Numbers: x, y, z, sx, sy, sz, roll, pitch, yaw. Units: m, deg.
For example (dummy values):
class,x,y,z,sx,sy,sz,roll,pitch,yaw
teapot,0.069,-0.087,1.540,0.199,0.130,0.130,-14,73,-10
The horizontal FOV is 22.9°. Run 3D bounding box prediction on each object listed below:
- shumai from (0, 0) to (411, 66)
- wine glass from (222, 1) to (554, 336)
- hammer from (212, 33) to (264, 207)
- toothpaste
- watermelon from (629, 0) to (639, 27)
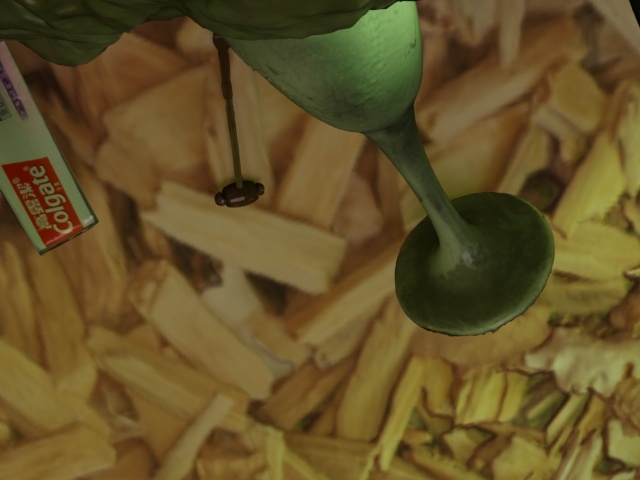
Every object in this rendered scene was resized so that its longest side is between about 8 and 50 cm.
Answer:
class,x,y,z,sx,sy,sz,roll,pitch,yaw
shumai,-0.102,-0.141,0.536,0.309,0.304,0.263,26,135,-33
wine glass,0.000,0.000,0.753,0.096,0.264,0.309,5,149,31
hammer,-0.047,-0.063,0.836,0.029,0.014,0.123,-18,137,-13
toothpaste,-0.163,-0.072,0.762,0.040,0.047,0.196,-30,140,-9
watermelon,0.235,-0.141,0.704,0.212,0.212,0.212,-10,139,-9
